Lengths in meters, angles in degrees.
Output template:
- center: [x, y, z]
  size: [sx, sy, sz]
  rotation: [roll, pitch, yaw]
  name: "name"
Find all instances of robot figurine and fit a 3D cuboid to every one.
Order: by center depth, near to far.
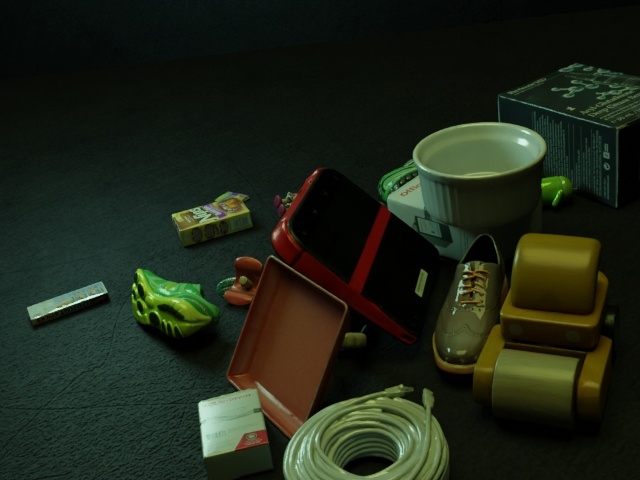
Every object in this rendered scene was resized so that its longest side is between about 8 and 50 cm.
- center: [0.553, -0.119, 2.068]
  size: [0.115, 0.067, 0.101]
  rotation: [-10, 16, -1]
  name: "robot figurine"

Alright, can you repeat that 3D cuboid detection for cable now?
- center: [0.072, 0.345, 1.337]
  size: [0.257, 0.089, 0.257]
  rotation: [-10, 29, 2]
  name: "cable"

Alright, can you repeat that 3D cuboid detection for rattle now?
- center: [0.034, 0.228, 1.632]
  size: [0.130, 0.143, 0.199]
  rotation: [-15, -9, 6]
  name: "rattle"

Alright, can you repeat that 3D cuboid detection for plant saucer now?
- center: [-0.052, 0.189, 1.546]
  size: [0.047, 0.259, 0.259]
  rotation: [13, 10, -38]
  name: "plant saucer"

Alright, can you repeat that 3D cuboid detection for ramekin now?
- center: [0.341, -0.137, 1.837]
  size: [0.277, 0.135, 0.277]
  rotation: [-7, 29, 4]
  name: "ramekin"

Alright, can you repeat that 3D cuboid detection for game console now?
- center: [0.083, 0.019, 1.757]
  size: [0.342, 0.060, 0.387]
  rotation: [38, 29, -6]
  name: "game console"

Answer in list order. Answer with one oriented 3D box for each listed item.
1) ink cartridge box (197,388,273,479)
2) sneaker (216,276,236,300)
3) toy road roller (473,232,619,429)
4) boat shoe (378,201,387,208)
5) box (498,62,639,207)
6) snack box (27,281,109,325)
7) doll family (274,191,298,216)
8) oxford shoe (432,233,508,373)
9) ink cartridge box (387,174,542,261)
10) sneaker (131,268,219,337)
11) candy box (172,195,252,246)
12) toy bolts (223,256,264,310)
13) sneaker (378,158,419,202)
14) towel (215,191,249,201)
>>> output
- center: [-0.146, 0.329, 1.458]
  size: [0.109, 0.063, 0.150]
  rotation: [-13, 28, -5]
  name: "ink cartridge box"
- center: [-0.145, 0.099, 1.905]
  size: [0.166, 0.065, 0.076]
  rotation: [-6, 12, 0]
  name: "sneaker"
- center: [0.390, 0.135, 1.462]
  size: [0.202, 0.241, 0.329]
  rotation: [4, 31, 25]
  name: "toy road roller"
- center: [0.050, -0.024, 2.020]
  size: [0.102, 0.108, 0.301]
  rotation: [11, 27, 36]
  name: "boat shoe"
- center: [0.692, -0.278, 2.169]
  size: [0.293, 0.212, 0.395]
  rotation: [-24, 31, -25]
  name: "box"
- center: [-0.579, 0.144, 1.978]
  size: [0.178, 0.022, 0.064]
  rotation: [-20, 29, -19]
  name: "snack box"
- center: [0.000, 0.000, 1.884]
  size: [0.163, 0.118, 0.263]
  rotation: [-5, 47, -23]
  name: "doll family"
- center: [0.283, 0.116, 1.645]
  size: [0.129, 0.133, 0.364]
  rotation: [1, 30, 17]
  name: "oxford shoe"
- center: [0.329, -0.060, 1.970]
  size: [0.211, 0.122, 0.289]
  rotation: [-32, 36, -35]
  name: "ink cartridge box"
- center: [-0.318, 0.139, 1.851]
  size: [0.123, 0.110, 0.295]
  rotation: [-1, 17, -38]
  name: "sneaker"
- center: [-0.279, -0.051, 2.217]
  size: [0.186, 0.053, 0.109]
  rotation: [-18, 30, -13]
  name: "candy box"
- center: [-0.077, 0.146, 1.758]
  size: [0.228, 0.158, 0.218]
  rotation: [17, 77, 24]
  name: "toy bolts"
- center: [0.301, -0.182, 2.194]
  size: [0.343, 0.134, 0.146]
  rotation: [-20, 29, -18]
  name: "sneaker"
- center: [-0.243, -0.113, 2.366]
  size: [0.083, 0.009, 0.060]
  rotation: [14, 37, 38]
  name: "towel"
